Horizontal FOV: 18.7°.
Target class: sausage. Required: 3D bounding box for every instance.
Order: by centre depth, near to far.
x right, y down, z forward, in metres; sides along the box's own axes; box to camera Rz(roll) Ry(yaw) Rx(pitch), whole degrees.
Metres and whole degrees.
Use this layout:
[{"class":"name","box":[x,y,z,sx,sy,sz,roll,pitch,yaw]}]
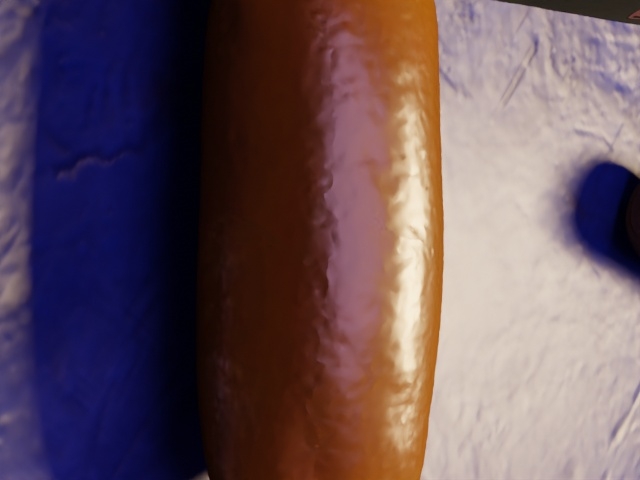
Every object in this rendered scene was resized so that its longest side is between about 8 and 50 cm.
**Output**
[{"class":"sausage","box":[0.000,0.000,0.730,0.098,0.098,0.238,-3,95,-44]}]

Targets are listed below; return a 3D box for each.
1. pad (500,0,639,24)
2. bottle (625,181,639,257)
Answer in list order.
[{"class":"pad","box":[0.144,-0.124,0.801,0.245,0.170,0.006,3,74,-44]},{"class":"bottle","box":[0.205,0.009,0.952,0.140,0.053,0.053,27,76,-42]}]
